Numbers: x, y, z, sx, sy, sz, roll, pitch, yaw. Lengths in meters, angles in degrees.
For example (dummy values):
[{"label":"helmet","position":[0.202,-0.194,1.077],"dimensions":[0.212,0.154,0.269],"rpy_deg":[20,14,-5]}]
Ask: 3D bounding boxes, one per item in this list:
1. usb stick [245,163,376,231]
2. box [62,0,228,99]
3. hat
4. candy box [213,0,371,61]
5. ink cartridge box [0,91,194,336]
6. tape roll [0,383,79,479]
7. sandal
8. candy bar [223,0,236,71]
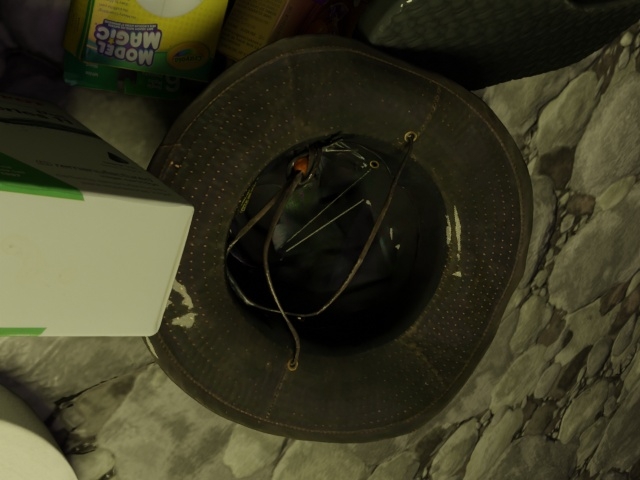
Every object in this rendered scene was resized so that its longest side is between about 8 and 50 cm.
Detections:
[{"label":"usb stick","position":[-0.014,-0.050,0.723],"dimensions":[0.278,0.045,0.077],"rpy_deg":[-16,98,-34]},{"label":"box","position":[-0.116,-0.186,0.555],"dimensions":[0.105,0.043,0.179],"rpy_deg":[0,118,-40]},{"label":"hat","position":[0.000,0.000,0.631],"dimensions":[0.331,0.134,0.331],"rpy_deg":[-6,103,-24]},{"label":"candy box","position":[0.004,-0.209,0.620],"dimensions":[0.109,0.053,0.186],"rpy_deg":[19,101,-57]},{"label":"ink cartridge box","position":[-0.197,-0.028,0.465],"dimensions":[0.153,0.208,0.087],"rpy_deg":[5,110,-44]},{"label":"tape roll","position":[-0.375,0.272,0.607],"dimensions":[0.392,0.072,0.392],"rpy_deg":[-22,128,-30]},{"label":"sandal","position":[0.161,-0.218,0.724],"dimensions":[0.167,0.107,0.446],"rpy_deg":[-36,168,39]},{"label":"candy bar","position":[-0.066,-0.143,0.645],"dimensions":[0.040,0.018,0.161],"rpy_deg":[-7,121,-41]}]
